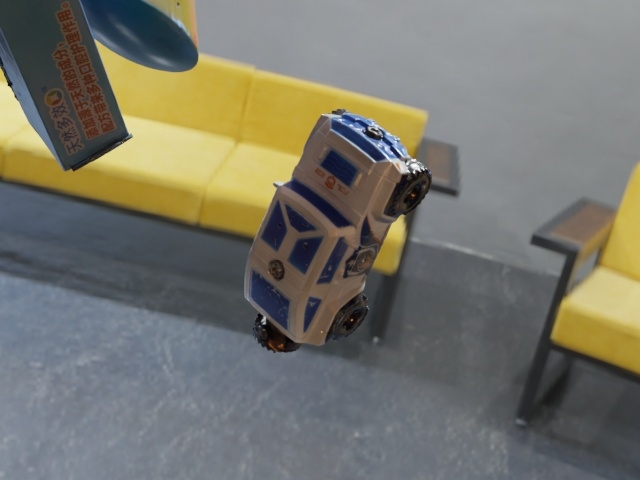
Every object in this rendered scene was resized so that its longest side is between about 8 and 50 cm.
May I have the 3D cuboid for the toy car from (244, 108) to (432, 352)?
[{"bbox_3d":[0.000,0.000,0.764,0.080,0.170,0.070,40,28,28],"label":"toy car"}]

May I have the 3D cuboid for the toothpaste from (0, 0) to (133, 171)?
[{"bbox_3d":[-0.170,-0.157,0.625,0.053,0.272,0.066,-32,52,-17],"label":"toothpaste"}]

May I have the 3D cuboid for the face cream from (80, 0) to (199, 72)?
[{"bbox_3d":[-0.140,-0.267,0.806,0.067,0.285,0.139,-8,-6,21],"label":"face cream"}]
